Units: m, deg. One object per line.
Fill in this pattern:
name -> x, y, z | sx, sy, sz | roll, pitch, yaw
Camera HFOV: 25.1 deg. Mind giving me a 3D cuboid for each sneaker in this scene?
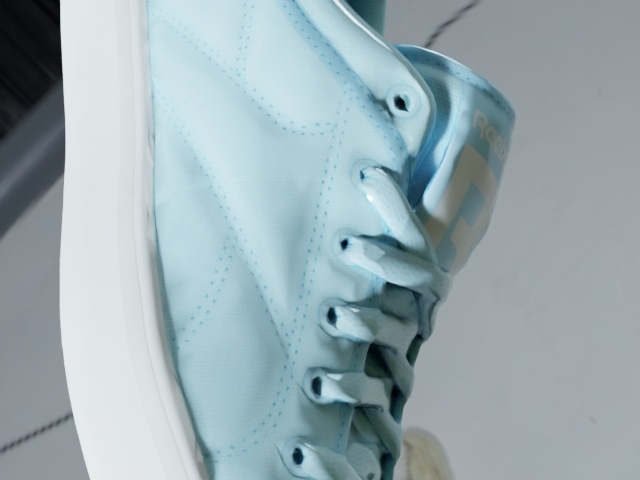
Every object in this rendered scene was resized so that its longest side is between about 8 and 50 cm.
sneaker -> 0.000, 0.000, 0.503 | 0.150, 0.135, 0.366 | -17, 66, 13
